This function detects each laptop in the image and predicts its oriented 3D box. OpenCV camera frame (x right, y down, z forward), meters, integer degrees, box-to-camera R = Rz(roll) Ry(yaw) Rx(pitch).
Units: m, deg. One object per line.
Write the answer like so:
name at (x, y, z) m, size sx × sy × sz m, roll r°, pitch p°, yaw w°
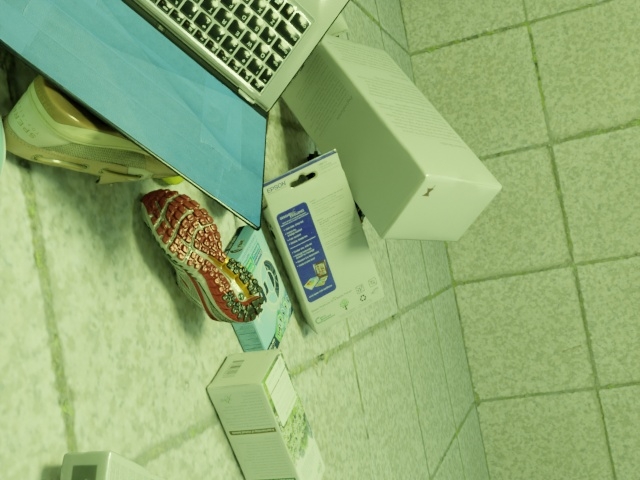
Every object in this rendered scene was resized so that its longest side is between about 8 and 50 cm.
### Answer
laptop at (-0.134, -0.300, 0.886) m, size 0.382 × 0.408 × 0.236 m, roll 37°, pitch -4°, yaw -29°

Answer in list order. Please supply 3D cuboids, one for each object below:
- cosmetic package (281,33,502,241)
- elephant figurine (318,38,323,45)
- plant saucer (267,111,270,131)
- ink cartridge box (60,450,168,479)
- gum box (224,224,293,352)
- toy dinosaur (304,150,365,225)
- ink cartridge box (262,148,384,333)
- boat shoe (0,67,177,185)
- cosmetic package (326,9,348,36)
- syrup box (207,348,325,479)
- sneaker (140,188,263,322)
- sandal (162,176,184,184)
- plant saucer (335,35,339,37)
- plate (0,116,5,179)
cosmetic package at (0.127, -0.212, 1.495) m, size 0.230 × 0.161 × 0.453 m, roll 3°, pitch 43°, yaw -41°
elephant figurine at (-0.095, -0.360, 1.386) m, size 0.186 × 0.169 × 0.239 m, roll 42°, pitch 49°, yaw -14°
plant saucer at (-0.126, -0.143, 1.196) m, size 0.198 × 0.036 × 0.199 m, roll -168°, pitch -90°, yaw -74°
ink cartridge box at (-0.221, 0.341, 0.802) m, size 0.232 × 0.066 × 0.189 m, roll 88°, pitch 0°, yaw -65°
gum box at (-0.109, 0.089, 1.241) m, size 0.157 × 0.041 × 0.184 m, roll -68°, pitch 143°, yaw -58°
toy dinosaur at (0.041, -0.077, 1.620) m, size 0.322 × 0.164 × 0.218 m, roll 149°, pitch -53°, yaw -88°
ink cartridge box at (0.000, 0.000, 1.416) m, size 0.065 × 0.165 × 0.333 m, roll 36°, pitch -32°, yaw 60°
boat shoe at (-0.244, -0.119, 0.882) m, size 0.109 × 0.098 × 0.302 m, roll 61°, pitch 19°, yaw 14°
cosmetic package at (-0.086, -0.601, 1.500) m, size 0.385 × 0.156 × 0.217 m, roll 52°, pitch 27°, yaw -55°
syrup box at (-0.077, 0.292, 1.134) m, size 0.093 × 0.096 × 0.237 m, roll -59°, pitch 135°, yaw -60°
sneaker at (-0.179, 0.031, 1.030) m, size 0.225 × 0.092 × 0.088 m, roll 57°, pitch 45°, yaw -16°
sandal at (-0.157, -0.210, 1.129) m, size 0.317 × 0.138 × 0.126 m, roll -85°, pitch 153°, yaw -43°
plant saucer at (-0.007, -0.560, 1.893) m, size 0.278 × 0.041 × 0.278 m, roll -10°, pitch 90°, yaw -72°
plate at (-0.359, -0.106, 0.665) m, size 0.188 × 0.024 × 0.188 m, roll -10°, pitch 90°, yaw -71°
